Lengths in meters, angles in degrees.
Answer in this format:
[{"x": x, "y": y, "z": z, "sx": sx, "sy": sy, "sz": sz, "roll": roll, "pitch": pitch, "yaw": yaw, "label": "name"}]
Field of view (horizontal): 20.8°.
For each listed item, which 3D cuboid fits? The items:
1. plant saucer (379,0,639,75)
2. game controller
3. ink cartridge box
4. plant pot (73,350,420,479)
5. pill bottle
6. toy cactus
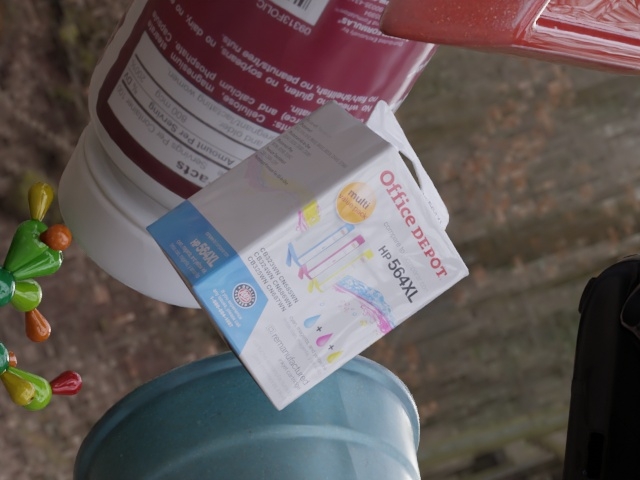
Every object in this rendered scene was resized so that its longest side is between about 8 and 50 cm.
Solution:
[{"x": 0.171, "y": -0.175, "z": 0.786, "sx": 0.048, "sy": 0.258, "sz": 0.259, "roll": 44, "pitch": 22, "yaw": 22, "label": "plant saucer"}, {"x": 0.173, "y": 0.168, "z": 0.957, "sx": 0.166, "sy": 0.067, "sz": 0.319, "roll": -149, "pitch": -118, "yaw": -76, "label": "game controller"}, {"x": 0.000, "y": 0.000, "z": 0.920, "sx": 0.092, "sy": 0.143, "sz": 0.090, "roll": 57, "pitch": -6, "yaw": -28, "label": "ink cartridge box"}, {"x": -0.036, "y": 0.328, "z": 1.580, "sx": 0.341, "sy": 0.341, "sz": 0.334, "roll": 68, "pitch": 4, "yaw": -47, "label": "plant pot"}, {"x": -0.044, "y": -0.144, "z": 1.363, "sx": 0.392, "sy": 0.224, "sz": 0.224, "roll": -56, "pitch": -144, "yaw": 33, "label": "pill bottle"}, {"x": -0.273, "y": 0.052, "z": 1.372, "sx": 0.112, "sy": 0.180, "sz": 0.219, "roll": 24, "pitch": -49, "yaw": 46, "label": "toy cactus"}]
